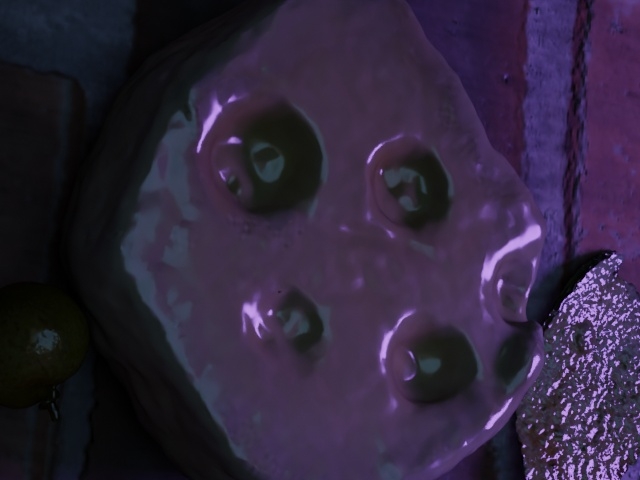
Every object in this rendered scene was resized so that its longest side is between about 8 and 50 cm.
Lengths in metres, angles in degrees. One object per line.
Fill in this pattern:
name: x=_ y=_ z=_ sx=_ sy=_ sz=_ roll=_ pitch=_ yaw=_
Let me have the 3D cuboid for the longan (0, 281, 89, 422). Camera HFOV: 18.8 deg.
longan: x=-0.164 y=0.064 z=1.096 sx=0.075 sy=0.075 sz=0.083 roll=-21 pitch=74 yaw=-31

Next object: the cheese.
cheese: x=0.000 y=0.000 z=1.178 sx=0.318 sy=0.115 sz=0.326 roll=16 pitch=78 yaw=-28

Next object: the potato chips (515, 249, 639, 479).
potato chips: x=0.192 y=0.109 z=1.337 sx=0.142 sy=0.026 sz=0.209 roll=2 pitch=82 yaw=-28
